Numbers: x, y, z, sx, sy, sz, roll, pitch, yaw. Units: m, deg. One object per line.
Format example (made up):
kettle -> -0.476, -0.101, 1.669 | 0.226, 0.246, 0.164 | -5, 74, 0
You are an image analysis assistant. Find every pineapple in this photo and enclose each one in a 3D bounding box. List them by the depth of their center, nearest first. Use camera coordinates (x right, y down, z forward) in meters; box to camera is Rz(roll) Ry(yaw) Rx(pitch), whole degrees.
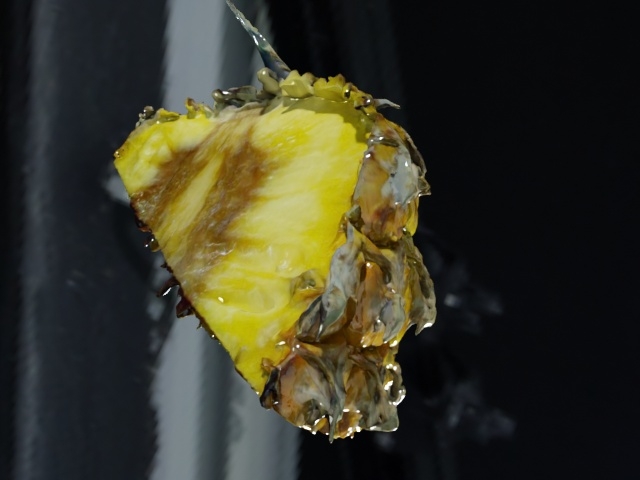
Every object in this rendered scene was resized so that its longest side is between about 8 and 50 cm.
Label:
pineapple -> 0.004, -0.004, 1.099 | 0.161, 0.334, 0.158 | 35, -87, -29
